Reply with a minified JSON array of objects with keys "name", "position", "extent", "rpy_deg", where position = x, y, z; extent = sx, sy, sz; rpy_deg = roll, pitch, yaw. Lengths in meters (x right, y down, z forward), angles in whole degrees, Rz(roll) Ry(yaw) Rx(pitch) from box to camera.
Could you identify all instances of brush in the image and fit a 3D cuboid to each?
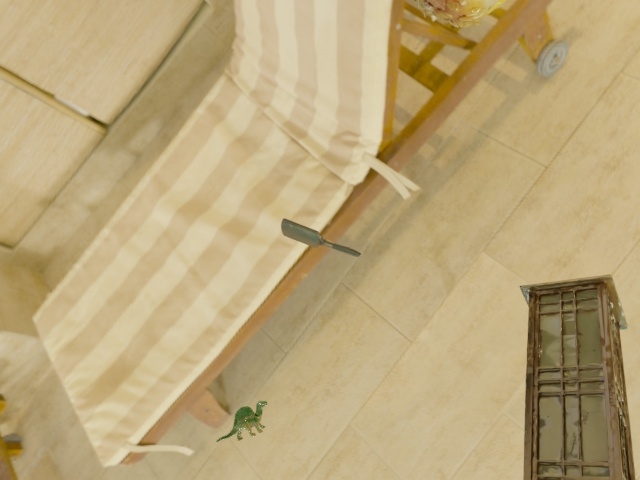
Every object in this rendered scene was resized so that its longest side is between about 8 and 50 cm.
[{"name":"brush","position":[0.000,0.000,1.287],"extent":[0.193,0.063,0.016],"rpy_deg":[22,58,14]}]

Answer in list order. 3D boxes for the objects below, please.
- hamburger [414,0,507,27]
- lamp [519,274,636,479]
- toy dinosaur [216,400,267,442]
[{"name":"hamburger","position":[0.139,-0.330,0.489],"extent":[0.225,0.291,0.291],"rpy_deg":[-20,63,16]},{"name":"lamp","position":[0.220,0.178,0.493],"extent":[0.089,0.090,0.325],"rpy_deg":[-12,41,30]},{"name":"toy dinosaur","position":[-0.154,0.361,1.149],"extent":[0.060,0.119,0.029],"rpy_deg":[69,157,4]}]
